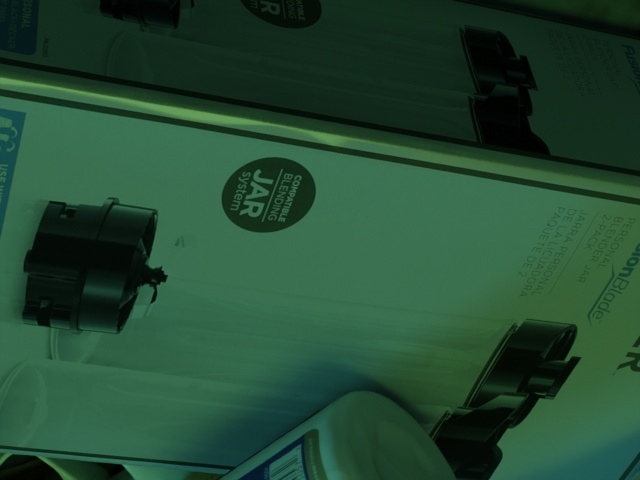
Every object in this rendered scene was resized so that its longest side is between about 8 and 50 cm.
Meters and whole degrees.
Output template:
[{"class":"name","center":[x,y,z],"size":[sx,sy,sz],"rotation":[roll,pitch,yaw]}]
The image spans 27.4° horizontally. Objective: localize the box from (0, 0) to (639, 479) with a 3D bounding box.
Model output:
[{"class":"box","center":[0.000,0.000,0.451],"size":[0.290,0.087,0.169],"rotation":[9,131,-18]}]

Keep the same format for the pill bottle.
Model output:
[{"class":"pill bottle","center":[-0.015,0.107,0.444],"size":[0.120,0.067,0.067],"rotation":[-37,128,25]}]

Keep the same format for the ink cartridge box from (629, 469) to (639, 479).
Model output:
[{"class":"ink cartridge box","center":[0.192,0.124,0.544],"size":[0.224,0.045,0.223],"rotation":[-44,140,-6]}]

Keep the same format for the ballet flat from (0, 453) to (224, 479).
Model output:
[{"class":"ballet flat","center":[-0.088,0.102,0.545],"size":[0.232,0.080,0.073],"rotation":[-27,117,14]}]
